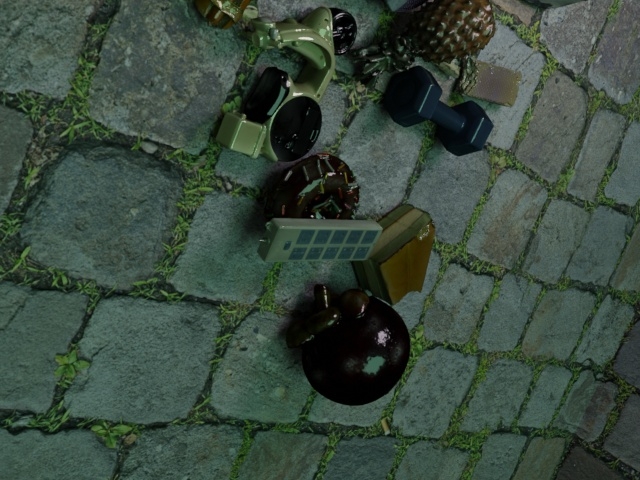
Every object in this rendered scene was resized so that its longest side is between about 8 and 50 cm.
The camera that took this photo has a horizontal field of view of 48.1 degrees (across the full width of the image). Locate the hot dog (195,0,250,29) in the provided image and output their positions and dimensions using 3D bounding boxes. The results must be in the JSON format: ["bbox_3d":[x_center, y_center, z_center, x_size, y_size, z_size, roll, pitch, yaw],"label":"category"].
[{"bbox_3d":[-0.165,-0.557,1.485,0.109,0.072,0.269,32,90,-45],"label":"hot dog"}]

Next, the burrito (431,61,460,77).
[{"bbox_3d":[0.314,-0.486,1.918,0.186,0.041,0.045,27,51,-42],"label":"burrito"}]

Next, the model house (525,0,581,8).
[{"bbox_3d":[0.645,-0.821,1.958,0.272,0.190,0.300,8,90,-36],"label":"model house"}]

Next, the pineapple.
[{"bbox_3d":[0.240,-0.490,1.745,0.362,0.175,0.175,-18,124,-3],"label":"pineapple"}]

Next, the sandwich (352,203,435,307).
[{"bbox_3d":[0.220,0.047,2.015,0.227,0.155,0.198,-38,131,-20],"label":"sandwich"}]

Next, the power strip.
[{"bbox_3d":[0.000,0.000,1.750,0.368,0.043,0.106,0,125,-40],"label":"power strip"}]

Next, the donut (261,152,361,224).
[{"bbox_3d":[-0.015,-0.089,1.769,0.270,0.103,0.269,-25,139,-24],"label":"donut"}]

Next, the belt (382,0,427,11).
[{"bbox_3d":[0.219,-0.653,1.612,0.260,0.122,0.325,-28,167,-11],"label":"belt"}]

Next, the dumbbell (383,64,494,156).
[{"bbox_3d":[0.319,-0.339,1.918,0.316,0.156,0.144,20,127,-42],"label":"dumbbell"}]

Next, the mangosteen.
[{"bbox_3d":[0.074,0.272,1.934,0.307,0.307,0.347,-43,102,-14],"label":"mangosteen"}]

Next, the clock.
[{"bbox_3d":[-0.074,-0.362,1.620,0.277,0.120,0.378,7,106,-46],"label":"clock"}]

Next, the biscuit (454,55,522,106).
[{"bbox_3d":[0.480,-0.451,2.049,0.239,0.062,0.108,3,107,-40],"label":"biscuit"}]
